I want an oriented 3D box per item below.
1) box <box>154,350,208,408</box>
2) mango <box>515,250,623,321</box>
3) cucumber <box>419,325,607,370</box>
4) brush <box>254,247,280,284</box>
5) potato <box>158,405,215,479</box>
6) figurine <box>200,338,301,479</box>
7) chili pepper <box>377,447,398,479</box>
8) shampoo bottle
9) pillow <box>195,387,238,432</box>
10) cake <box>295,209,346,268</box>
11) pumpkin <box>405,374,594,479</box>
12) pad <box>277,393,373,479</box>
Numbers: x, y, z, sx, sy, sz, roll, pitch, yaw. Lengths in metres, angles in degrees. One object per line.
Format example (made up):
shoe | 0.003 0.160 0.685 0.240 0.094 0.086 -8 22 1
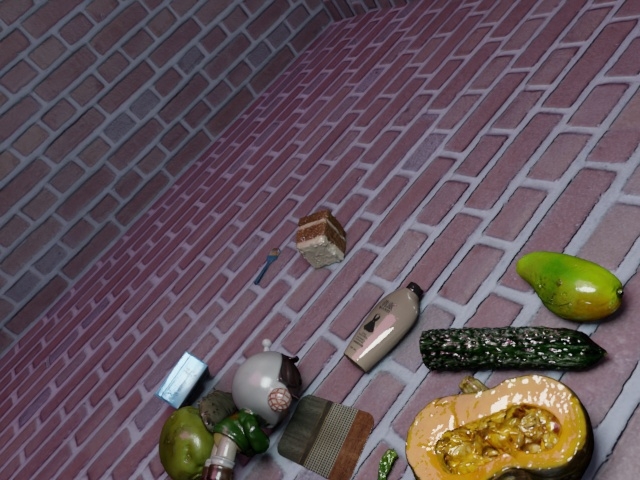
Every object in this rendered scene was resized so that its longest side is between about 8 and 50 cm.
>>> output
box | -0.403 0.421 1.496 0.142 0.083 0.232 -57 -3 -23
mango | 0.502 0.091 1.040 0.125 0.111 0.233 -43 31 -12
cucumber | 0.379 0.217 1.030 0.360 0.096 0.096 -13 42 39
brush | -0.198 0.095 1.846 0.051 0.014 0.164 -3 49 46
potato | -0.342 0.528 1.308 0.149 0.186 0.253 -20 -11 -30
figurine | -0.167 0.420 1.239 0.281 0.167 0.369 -48 10 53
chili pepper | 0.134 0.471 1.039 0.034 0.030 0.091 12 58 22
shampoo bottle | 0.167 0.210 1.271 0.257 0.078 0.127 -47 29 -14
pillow | -0.271 0.435 1.329 0.051 0.093 0.241 -49 -8 4
cake | 0.000 0.000 1.649 0.135 0.135 0.147 -17 44 32
pumpkin | 0.312 0.344 0.906 0.317 0.139 0.221 -28 37 21
pad | -0.043 0.507 1.153 0.250 0.055 0.323 0 32 45
